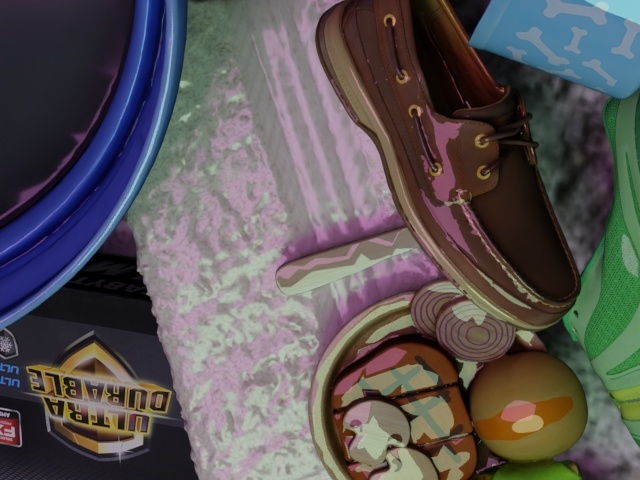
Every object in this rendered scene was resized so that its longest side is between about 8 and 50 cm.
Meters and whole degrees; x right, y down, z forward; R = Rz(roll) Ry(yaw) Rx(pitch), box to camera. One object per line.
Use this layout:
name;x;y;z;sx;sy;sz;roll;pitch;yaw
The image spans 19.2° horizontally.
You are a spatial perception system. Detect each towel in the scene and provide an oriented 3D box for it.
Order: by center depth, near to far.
towel;0.000;0.000;0.938;0.187;0.049;0.282;-15;100;6

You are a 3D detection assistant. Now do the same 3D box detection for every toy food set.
toy food set;0.059;0.082;0.907;0.132;0.038;0.192;-21;102;8

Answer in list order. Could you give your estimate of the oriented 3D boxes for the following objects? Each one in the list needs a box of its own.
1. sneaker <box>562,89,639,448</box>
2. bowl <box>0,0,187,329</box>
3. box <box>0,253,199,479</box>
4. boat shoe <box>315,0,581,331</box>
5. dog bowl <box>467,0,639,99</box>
sneaker;0.183;0.056;0.882;0.123;0.109;0.295;23;123;50
bowl;-0.249;-0.127;0.864;0.391;0.077;0.391;3;112;7
box;-0.170;0.149;1.105;0.295;0.073;0.293;8;108;25
boat shoe;0.065;-0.042;0.851;0.060;0.064;0.178;-36;83;44
dog bowl;0.167;-0.183;0.768;0.074;0.166;0.297;33;119;3
